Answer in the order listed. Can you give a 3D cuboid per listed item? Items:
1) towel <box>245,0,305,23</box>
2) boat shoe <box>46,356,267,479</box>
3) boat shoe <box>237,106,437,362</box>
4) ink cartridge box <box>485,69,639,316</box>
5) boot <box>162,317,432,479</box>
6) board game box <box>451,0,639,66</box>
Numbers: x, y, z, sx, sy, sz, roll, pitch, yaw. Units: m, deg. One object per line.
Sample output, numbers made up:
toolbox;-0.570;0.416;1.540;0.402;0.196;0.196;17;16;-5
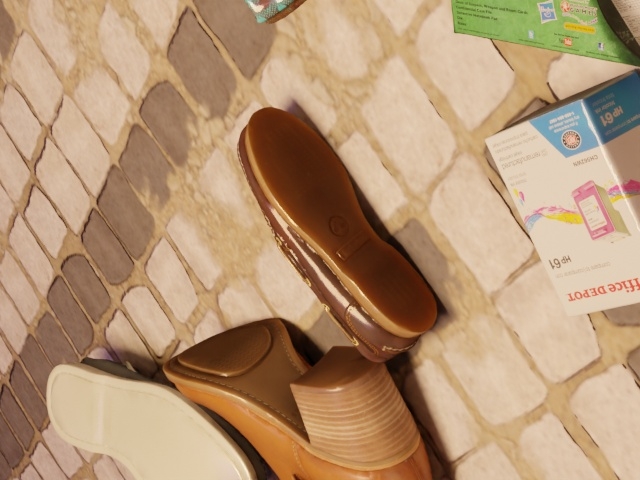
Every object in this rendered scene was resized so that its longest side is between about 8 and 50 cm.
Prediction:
towel;-0.034;-0.344;0.739;0.271;0.040;0.370;-33;84;35
boat shoe;-0.147;0.185;1.313;0.319;0.099;0.116;16;104;45
boat shoe;0.000;0.000;0.992;0.207;0.073;0.073;56;144;9
ink cartridge box;0.163;-0.024;0.775;0.088;0.052;0.122;-21;97;56
boot;-0.009;0.186;1.132;0.283;0.109;0.220;2;119;45
board game box;0.165;-0.158;0.699;0.259;0.030;0.136;21;132;45
